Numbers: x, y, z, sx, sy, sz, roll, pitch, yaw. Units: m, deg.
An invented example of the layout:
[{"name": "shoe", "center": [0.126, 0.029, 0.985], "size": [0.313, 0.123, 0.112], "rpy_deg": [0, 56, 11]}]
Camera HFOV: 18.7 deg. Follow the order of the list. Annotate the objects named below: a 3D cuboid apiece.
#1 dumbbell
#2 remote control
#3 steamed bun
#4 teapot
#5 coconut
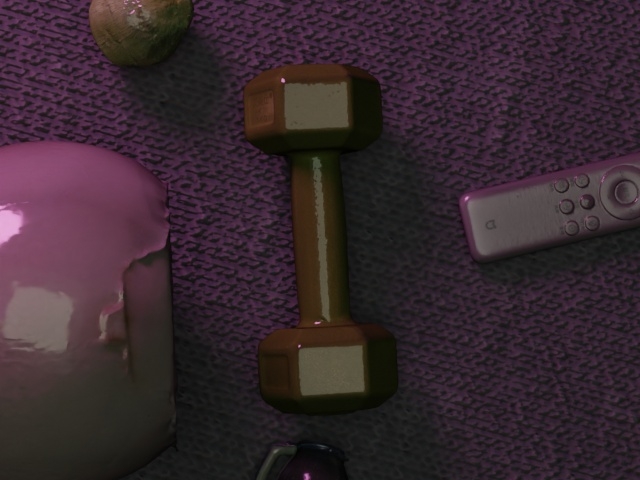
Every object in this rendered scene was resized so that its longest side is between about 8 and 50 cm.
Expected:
[{"name": "dumbbell", "center": [0.000, 0.000, 1.682], "size": [0.108, 0.121, 0.301], "rpy_deg": [-3, 89, -33]}, {"name": "remote control", "center": [0.255, -0.038, 1.743], "size": [0.261, 0.029, 0.067], "rpy_deg": [-13, 89, -5]}, {"name": "steamed bun", "center": [-0.260, 0.063, 1.566], "size": [0.309, 0.309, 0.309], "rpy_deg": [0, 88, -5]}, {"name": "teapot", "center": [-0.014, 0.206, 1.702], "size": [0.088, 0.066, 0.057], "rpy_deg": [5, 67, 17]}, {"name": "coconut", "center": [-0.158, -0.192, 1.690], "size": [0.088, 0.096, 0.087], "rpy_deg": [8, 77, -35]}]
